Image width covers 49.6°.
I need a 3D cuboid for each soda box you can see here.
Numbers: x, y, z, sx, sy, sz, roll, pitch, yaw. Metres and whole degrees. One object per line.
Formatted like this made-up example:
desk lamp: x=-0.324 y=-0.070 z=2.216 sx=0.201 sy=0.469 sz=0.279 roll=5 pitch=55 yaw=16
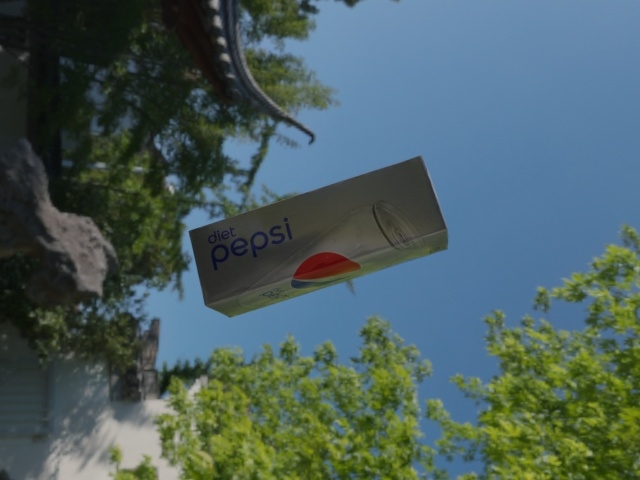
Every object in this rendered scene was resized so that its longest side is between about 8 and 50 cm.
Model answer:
soda box: x=0.000 y=0.000 z=0.810 sx=0.091 sy=0.286 sz=0.098 roll=55 pitch=19 yaw=-72
